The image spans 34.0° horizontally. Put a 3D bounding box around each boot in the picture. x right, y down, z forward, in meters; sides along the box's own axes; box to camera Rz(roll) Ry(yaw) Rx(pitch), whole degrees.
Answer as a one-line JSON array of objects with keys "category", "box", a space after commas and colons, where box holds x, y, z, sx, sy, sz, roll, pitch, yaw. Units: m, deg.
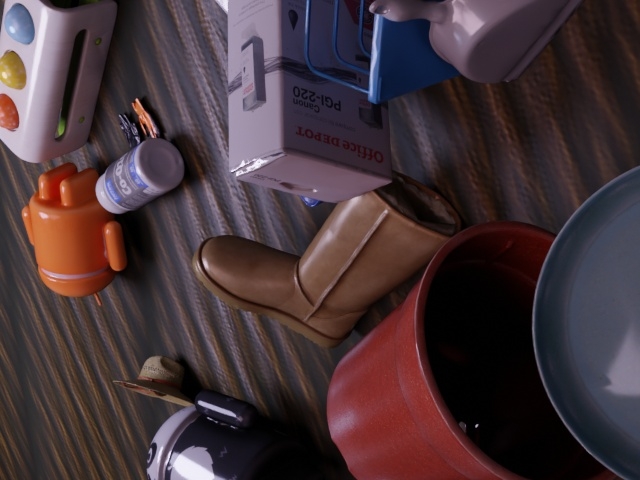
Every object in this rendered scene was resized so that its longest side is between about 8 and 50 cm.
[{"category": "boot", "box": [0.000, 0.000, 1.240, 0.236, 0.089, 0.269, 26, 138, -12]}]

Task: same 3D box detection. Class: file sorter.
[{"category": "file sorter", "box": [0.079, -0.224, 1.032, 0.104, 0.170, 0.118, 29, 128, 36]}]

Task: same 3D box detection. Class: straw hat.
[{"category": "straw hat", "box": [-0.249, 0.213, 1.640, 0.144, 0.144, 0.061, 1, 68, 44]}]

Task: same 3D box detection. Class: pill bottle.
[{"category": "pill bottle", "box": [-0.260, -0.088, 1.493, 0.137, 0.078, 0.078, -24, 92, 47]}]

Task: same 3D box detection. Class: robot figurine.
[{"category": "robot figurine", "box": [-0.125, 0.340, 1.502, 0.278, 0.173, 0.209, 16, 77, 38]}, {"category": "robot figurine", "box": [-0.379, -0.007, 1.614, 0.128, 0.158, 0.219, -109, 17, -62]}]

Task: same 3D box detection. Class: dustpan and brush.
[{"category": "dustpan and brush", "box": [0.135, -0.203, 0.963, 0.060, 0.211, 0.147, 59, 138, 20]}]

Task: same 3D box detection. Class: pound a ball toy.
[{"category": "pound a ball toy", "box": [-0.438, -0.264, 1.536, 0.208, 0.135, 0.319, 44, 134, 20]}]

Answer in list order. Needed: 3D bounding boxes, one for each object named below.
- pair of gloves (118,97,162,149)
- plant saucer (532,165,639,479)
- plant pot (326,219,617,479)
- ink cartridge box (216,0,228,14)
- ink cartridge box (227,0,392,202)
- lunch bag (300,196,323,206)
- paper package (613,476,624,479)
[{"category": "pair of gloves", "box": [-0.259, -0.160, 1.506, 0.083, 0.010, 0.074, -28, 91, 50]}, {"category": "plant saucer", "box": [0.350, 0.078, 0.930, 0.317, 0.043, 0.318, 2, 96, 20]}, {"category": "plant pot", "box": [0.152, 0.156, 1.100, 0.272, 0.272, 0.265, 57, 145, 6]}, {"category": "ink cartridge box", "box": [-0.100, -0.341, 1.224, 0.180, 0.060, 0.104, 51, 135, 13]}, {"category": "ink cartridge box", "box": [-0.012, -0.163, 1.095, 0.092, 0.158, 0.218, -16, 69, 46]}, {"category": "lunch bag", "box": [-0.009, -0.095, 1.255, 0.098, 0.065, 0.067, 52, 136, 10]}, {"category": "paper package", "box": [0.299, 0.397, 1.087, 0.309, 0.168, 0.325, -30, 99, 47]}]
